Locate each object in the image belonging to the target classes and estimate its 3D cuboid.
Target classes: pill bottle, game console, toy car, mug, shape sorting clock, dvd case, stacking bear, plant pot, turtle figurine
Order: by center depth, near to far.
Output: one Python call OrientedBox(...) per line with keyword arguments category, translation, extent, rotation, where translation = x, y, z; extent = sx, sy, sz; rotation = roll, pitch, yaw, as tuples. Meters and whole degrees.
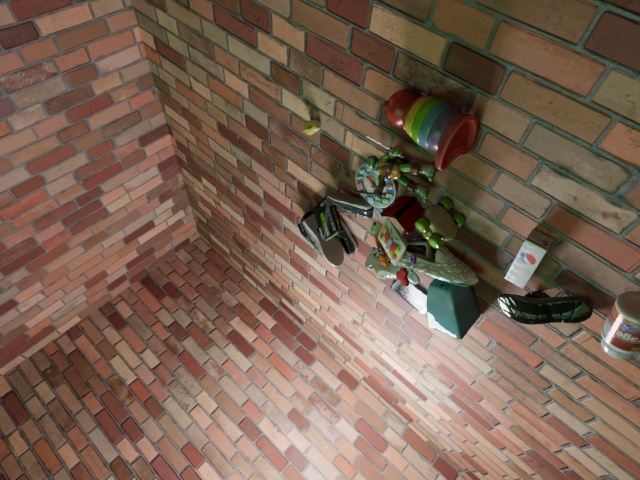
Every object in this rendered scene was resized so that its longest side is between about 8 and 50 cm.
OrientedBox(category="pill bottle", translation=(0.937, 0.265, 1.241), extent=(0.121, 0.121, 0.216), rotation=(27, 145, 36))
OrientedBox(category="stacking bear", translation=(0.331, -0.381, 1.298), extent=(0.289, 0.175, 0.164), rotation=(41, 154, 31))
OrientedBox(category="turtle figurine", translation=(0.266, -0.231, 1.481), extent=(0.266, 0.198, 0.274), rotation=(20, -174, 16))
OrientedBox(category="toy car", translation=(0.427, -0.055, 1.573), extent=(0.149, 0.155, 0.188), rotation=(50, 165, -2))
OrientedBox(category="game console", translation=(0.333, -0.105, 1.631), extent=(0.124, 0.144, 0.085), rotation=(13, 134, 48))
OrientedBox(category="shape sorting clock", translation=(0.229, -0.230, 1.723), extent=(0.206, 0.040, 0.206), rotation=(35, 144, 30))
OrientedBox(category="plant pot", translation=(0.554, 0.260, 1.747), extent=(0.165, 0.165, 0.235), rotation=(15, 134, 47))
OrientedBox(category="mug", translation=(-0.035, -0.489, 1.772), extent=(0.064, 0.078, 0.062), rotation=(-6, 147, 47))
OrientedBox(category="dvd case", translation=(0.461, 0.267, 2.038), extent=(0.221, 0.018, 0.165), rotation=(42, 150, 15))

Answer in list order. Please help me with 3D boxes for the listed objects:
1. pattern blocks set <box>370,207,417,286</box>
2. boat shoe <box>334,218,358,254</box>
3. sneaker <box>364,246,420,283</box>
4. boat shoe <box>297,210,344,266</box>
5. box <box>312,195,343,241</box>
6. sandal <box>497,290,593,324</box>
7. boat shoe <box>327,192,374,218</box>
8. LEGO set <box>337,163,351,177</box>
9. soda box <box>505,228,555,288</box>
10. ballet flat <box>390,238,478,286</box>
OrientedBox(category="pattern blocks set", translation=(0.308, 0.008, 1.761), extent=(0.325, 0.026, 0.286), rotation=(-125, 34, -45))
OrientedBox(category="boat shoe", translation=(0.107, -0.023, 2.128), extent=(0.229, 0.076, 0.080), rotation=(57, 151, -12))
OrientedBox(category="sneaker", translation=(0.337, 0.142, 1.934), extent=(0.292, 0.118, 0.110), rotation=(30, 174, 36))
OrientedBox(category="boat shoe", translation=(0.000, 0.000, 2.287), extent=(0.341, 0.127, 0.158), rotation=(59, 158, -2))
OrientedBox(category="box", translation=(0.035, -0.109, 2.089), extent=(0.184, 0.045, 0.191), rotation=(-32, 73, 60))
OrientedBox(category="sandal", translation=(0.795, 0.234, 1.459), extent=(0.302, 0.086, 0.120), rotation=(-3, 118, 39))
OrientedBox(category="boat shoe", translation=(0.138, -0.165, 1.900), extent=(0.254, 0.095, 0.079), rotation=(17, 128, 32))
OrientedBox(category="LEGO set", translation=(0.103, -0.307, 1.844), extent=(0.083, 0.023, 0.054), rotation=(34, 148, 27))
OrientedBox(category="soda box", translation=(0.705, 0.065, 1.386), extent=(0.073, 0.069, 0.216), rotation=(34, 148, 27))
OrientedBox(category="ballet flat", translation=(0.458, 0.078, 1.702), extent=(0.408, 0.147, 0.147), rotation=(17, 138, 46))
